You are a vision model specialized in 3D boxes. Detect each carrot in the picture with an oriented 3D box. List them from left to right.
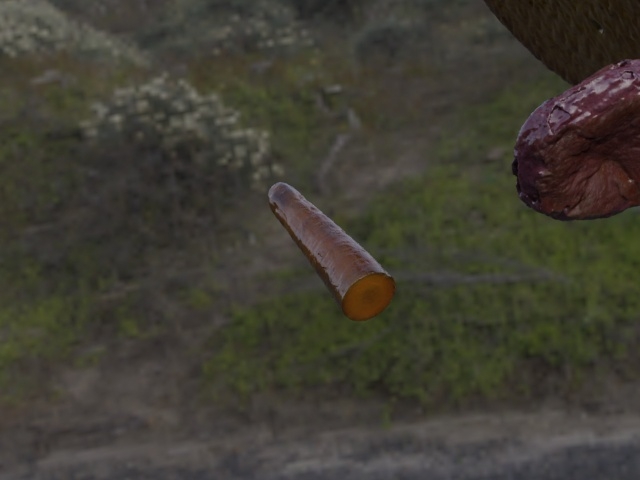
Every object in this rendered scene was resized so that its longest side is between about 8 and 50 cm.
[{"bbox_3d":[0.000,0.000,1.622,0.061,0.061,0.209,-14,39,-24],"label":"carrot"}]

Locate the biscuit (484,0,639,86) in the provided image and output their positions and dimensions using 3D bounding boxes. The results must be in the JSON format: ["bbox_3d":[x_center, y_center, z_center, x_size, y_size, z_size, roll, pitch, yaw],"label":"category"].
[{"bbox_3d":[0.204,-0.227,1.359,0.038,0.305,0.305,-43,20,-11],"label":"biscuit"}]

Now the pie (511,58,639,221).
[{"bbox_3d":[0.217,-0.071,1.222,0.154,0.153,0.038,-13,41,-22],"label":"pie"}]
